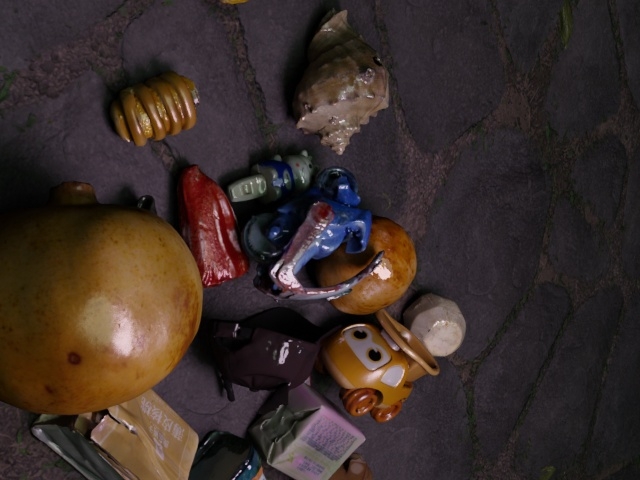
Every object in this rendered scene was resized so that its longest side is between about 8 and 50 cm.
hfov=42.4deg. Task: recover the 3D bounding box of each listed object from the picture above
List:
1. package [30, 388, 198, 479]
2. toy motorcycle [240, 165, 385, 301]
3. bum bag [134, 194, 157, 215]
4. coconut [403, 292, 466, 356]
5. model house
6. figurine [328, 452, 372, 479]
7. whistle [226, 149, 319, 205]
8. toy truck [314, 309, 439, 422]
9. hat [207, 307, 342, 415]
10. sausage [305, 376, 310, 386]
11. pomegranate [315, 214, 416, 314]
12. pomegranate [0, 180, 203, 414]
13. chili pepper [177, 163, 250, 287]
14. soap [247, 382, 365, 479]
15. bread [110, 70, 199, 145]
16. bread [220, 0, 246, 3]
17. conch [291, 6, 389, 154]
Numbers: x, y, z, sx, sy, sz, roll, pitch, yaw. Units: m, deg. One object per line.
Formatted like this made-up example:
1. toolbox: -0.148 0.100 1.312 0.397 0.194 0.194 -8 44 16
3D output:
1. package: -0.373 0.401 1.635 0.221 0.165 0.311 -49 128 -22
2. toy motorcycle: -0.010 0.003 1.771 0.319 0.182 0.241 -35 114 -25
3. bum bag: -0.332 0.072 1.624 0.080 0.142 0.326 -1 105 -2
4. coconut: 0.300 0.221 2.194 0.161 0.162 0.161 -5 113 -12
5. model house: -0.217 0.599 1.817 0.253 0.184 0.291 -45 130 -30
6. figurine: 0.037 0.637 2.034 0.173 0.177 0.247 88 11 -45
7. whistle: -0.095 -0.131 1.802 0.244 0.092 0.110 -19 105 -37
8. toy truck: 0.135 0.300 1.990 0.211 0.204 0.288 -46 142 10
9. hat: -0.100 0.269 1.806 0.336 0.238 0.208 0 98 -51
10. sausage: -0.040 0.308 1.992 0.034 0.034 0.253 -15 109 -38
11. pomegranate: 0.108 0.059 1.934 0.248 0.248 0.248 -11 107 -39
12. pomegranate: -0.409 0.093 1.388 0.417 0.417 0.416 -11 107 -39
13. chili pepper: -0.227 -0.035 1.707 0.144 0.136 0.252 -8 99 -12
14. soap: -0.033 0.455 1.937 0.182 0.138 0.199 -47 129 0
15. bread: -0.316 -0.251 1.591 0.177 0.084 0.119 -30 118 -28
16. bread: -0.151 -0.558 1.601 0.170 0.197 0.197 48 68 -30
17. conch: 0.067 -0.351 1.850 0.263 0.186 0.324 7 97 -60
